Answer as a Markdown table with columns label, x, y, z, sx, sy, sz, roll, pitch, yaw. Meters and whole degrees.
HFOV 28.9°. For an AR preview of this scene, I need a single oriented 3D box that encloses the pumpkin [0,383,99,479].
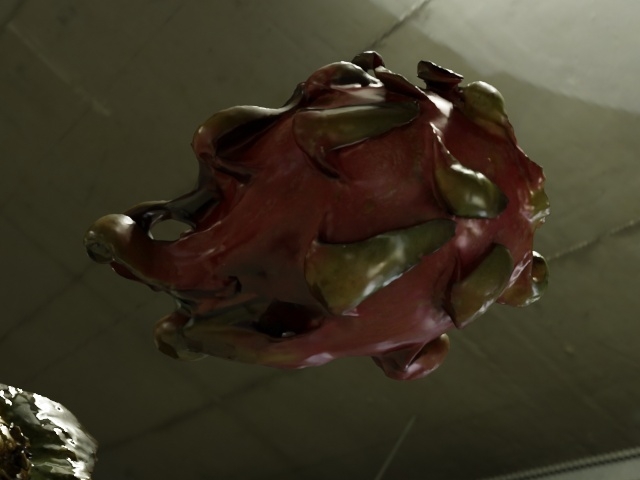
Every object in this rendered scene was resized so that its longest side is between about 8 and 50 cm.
| label | x | y | z | sx | sy | sz | roll | pitch | yaw |
| --- | --- | --- | --- | --- | --- | --- | --- | --- | --- |
| pumpkin | -0.301 | 0.182 | 1.040 | 0.290 | 0.095 | 0.258 | 31 | 14 | -27 |

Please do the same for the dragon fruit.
| label | x | y | z | sx | sy | sz | roll | pitch | yaw |
| --- | --- | --- | --- | --- | --- | --- | --- | --- | --- |
| dragon fruit | 0.009 | -0.008 | 0.916 | 0.307 | 0.243 | 0.227 | 2 | -64 | 28 |
